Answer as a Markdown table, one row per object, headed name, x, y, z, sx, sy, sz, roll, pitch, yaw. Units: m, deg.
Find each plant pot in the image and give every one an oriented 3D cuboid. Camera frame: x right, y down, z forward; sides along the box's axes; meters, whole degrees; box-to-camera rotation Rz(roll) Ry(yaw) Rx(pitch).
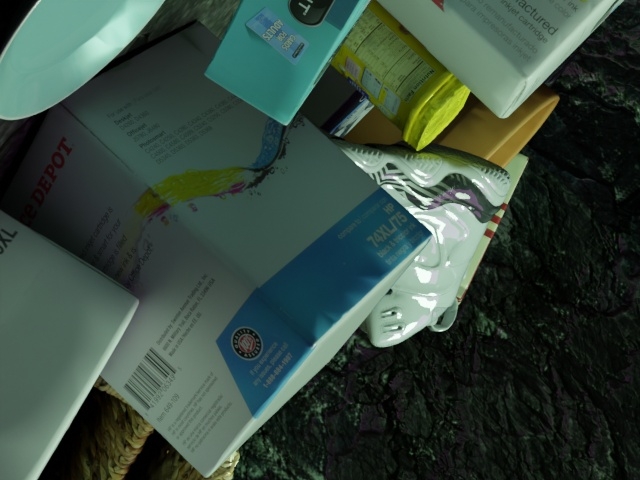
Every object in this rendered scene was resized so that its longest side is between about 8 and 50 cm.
| name | x | y | z | sx | sy | sz | roll | pitch | yaw |
| --- | --- | --- | --- | --- | --- | --- | --- | --- | --- |
| plant pot | 0.138 | -0.147 | 1.973 | 0.291 | 0.203 | 0.291 | -45 | 172 | -8 |

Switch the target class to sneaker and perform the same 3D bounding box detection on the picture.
| name | x | y | z | sx | sy | sz | roll | pitch | yaw |
| --- | --- | --- | --- | --- | --- | --- | --- | --- | --- |
| sneaker | 0.022 | -0.006 | 1.580 | 0.366 | 0.137 | 0.210 | 7 | 104 | -30 |

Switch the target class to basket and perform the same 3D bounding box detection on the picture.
| name | x | y | z | sx | sy | sz | roll | pitch | yaw |
| --- | --- | --- | --- | --- | --- | --- | --- | --- | --- |
| basket | -0.224 | 0.174 | 1.365 | 0.214 | 0.223 | 0.299 | 8 | 140 | -24 |

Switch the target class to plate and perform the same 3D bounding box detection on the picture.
| name | x | y | z | sx | sy | sz | roll | pitch | yaw |
| --- | --- | --- | --- | --- | --- | --- | --- | --- | --- |
| plate | -0.157 | -0.156 | 1.007 | 0.188 | 0.024 | 0.188 | -45 | 173 | -7 |

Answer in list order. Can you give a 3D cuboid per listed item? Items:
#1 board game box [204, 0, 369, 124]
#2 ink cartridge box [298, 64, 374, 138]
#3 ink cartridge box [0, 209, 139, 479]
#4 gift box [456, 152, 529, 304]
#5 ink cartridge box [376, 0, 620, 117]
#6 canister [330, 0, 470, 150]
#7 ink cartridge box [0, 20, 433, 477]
| name | x | y | z | sx | sy | sz | roll | pitch | yaw |
| --- | --- | --- | --- | --- | --- | --- | --- | --- | --- |
| board game box | 0.054 | -0.275 | 1.091 | 0.253 | 0.079 | 0.336 | -59 | -177 | -40 |
| ink cartridge box | -0.048 | -0.101 | 1.747 | 0.333 | 0.065 | 0.165 | -45 | 173 | -4 |
| ink cartridge box | -0.325 | 0.199 | 1.156 | 0.395 | 0.166 | 0.285 | -53 | -172 | 41 |
| gift box | 0.144 | -0.071 | 2.262 | 0.255 | 0.258 | 0.276 | 100 | 15 | -73 |
| ink cartridge box | 0.202 | -0.304 | 1.415 | 0.306 | 0.226 | 0.131 | -46 | 174 | -9 |
| canister | 0.064 | -0.182 | 1.512 | 0.073 | 0.170 | 0.126 | -44 | 173 | -13 |
| ink cartridge box | -0.097 | 0.002 | 1.229 | 0.197 | 0.270 | 0.198 | -40 | 171 | -48 |
